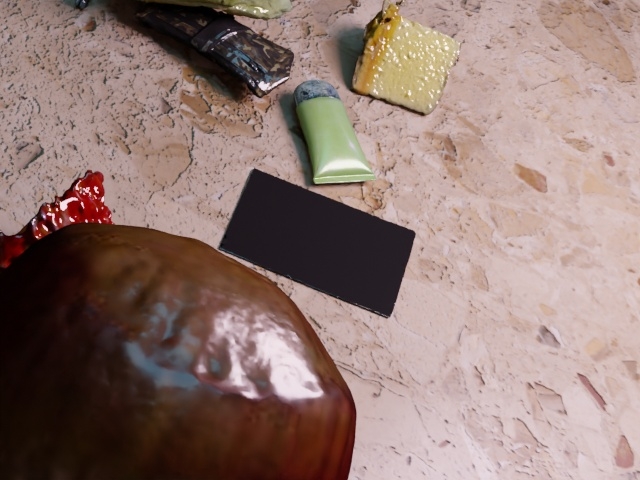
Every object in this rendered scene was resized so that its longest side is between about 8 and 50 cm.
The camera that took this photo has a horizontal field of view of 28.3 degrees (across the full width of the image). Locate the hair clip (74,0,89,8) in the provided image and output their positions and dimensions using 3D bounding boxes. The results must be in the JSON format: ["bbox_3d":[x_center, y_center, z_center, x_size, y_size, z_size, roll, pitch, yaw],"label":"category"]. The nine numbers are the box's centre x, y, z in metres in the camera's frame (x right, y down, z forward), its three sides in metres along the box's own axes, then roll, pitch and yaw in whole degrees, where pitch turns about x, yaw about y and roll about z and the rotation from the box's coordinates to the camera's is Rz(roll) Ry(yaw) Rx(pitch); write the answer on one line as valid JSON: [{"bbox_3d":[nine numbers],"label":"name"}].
[{"bbox_3d":[-0.351,-0.433,1.905,0.070,0.039,0.229,3,52,-20],"label":"hair clip"}]

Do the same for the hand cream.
[{"bbox_3d":[0.011,-0.152,1.799,0.095,0.046,0.175,-4,60,-24],"label":"hand cream"}]

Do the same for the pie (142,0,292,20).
[{"bbox_3d":[-0.176,-0.397,1.875,0.303,0.066,0.302,8,30,-5],"label":"pie"}]

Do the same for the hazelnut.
[{"bbox_3d":[-0.177,0.197,1.238,0.421,0.420,0.353,-6,15,-24],"label":"hazelnut"}]

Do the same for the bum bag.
[{"bbox_3d":[-0.147,-0.292,1.840,0.248,0.069,0.102,33,64,11],"label":"bum bag"}]

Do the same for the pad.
[{"bbox_3d":[0.000,0.000,1.691,0.243,0.004,0.163,22,48,-1],"label":"pad"}]

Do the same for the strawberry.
[{"bbox_3d":[-0.288,0.043,1.429,0.178,0.234,0.234,49,49,-5],"label":"strawberry"}]

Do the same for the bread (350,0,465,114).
[{"bbox_3d":[0.124,-0.269,1.927,0.147,0.127,0.152,23,81,-3],"label":"bread"}]
